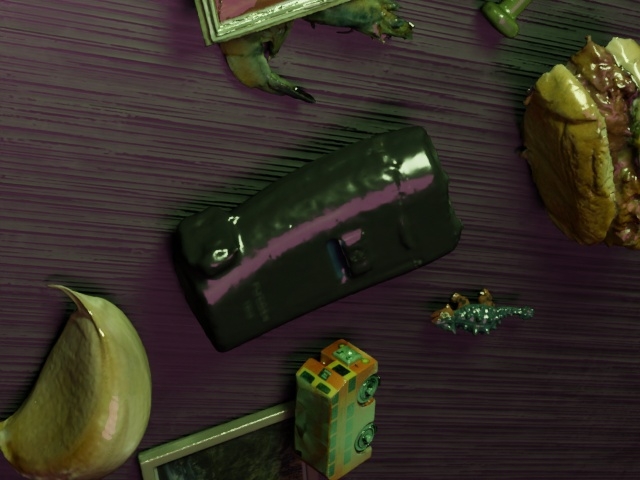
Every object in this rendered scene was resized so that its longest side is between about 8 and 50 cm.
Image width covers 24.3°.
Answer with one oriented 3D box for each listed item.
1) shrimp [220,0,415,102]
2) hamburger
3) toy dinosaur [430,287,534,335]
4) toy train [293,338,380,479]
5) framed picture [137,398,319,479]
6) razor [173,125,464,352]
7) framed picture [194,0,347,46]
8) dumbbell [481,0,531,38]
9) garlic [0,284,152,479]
[{"bbox_3d":[-0.008,-0.213,1.574,0.217,0.051,0.150,8,123,-24],"label":"shrimp"},{"bbox_3d":[0.338,-0.104,1.767,0.155,0.245,0.282,-31,177,-11],"label":"hamburger"},{"bbox_3d":[0.208,0.095,1.918,0.154,0.055,0.049,-3,122,-24],"label":"toy dinosaur"},{"bbox_3d":[0.021,0.221,1.880,0.099,0.072,0.188,-31,136,-40],"label":"toy train"},{"bbox_3d":[-0.110,0.358,1.967,0.240,0.020,0.324,-17,130,-17],"label":"framed picture"},{"bbox_3d":[-0.003,-0.002,1.692,0.327,0.107,0.189,-25,133,-9],"label":"razor"},{"bbox_3d":[-0.042,-0.341,1.444,0.216,0.016,0.273,-21,121,-13],"label":"framed picture"},{"bbox_3d":[0.232,-0.281,1.651,0.118,0.046,0.052,-47,127,11],"label":"dumbbell"},{"bbox_3d":[-0.270,0.175,1.684,0.164,0.145,0.245,23,112,-5],"label":"garlic"}]
